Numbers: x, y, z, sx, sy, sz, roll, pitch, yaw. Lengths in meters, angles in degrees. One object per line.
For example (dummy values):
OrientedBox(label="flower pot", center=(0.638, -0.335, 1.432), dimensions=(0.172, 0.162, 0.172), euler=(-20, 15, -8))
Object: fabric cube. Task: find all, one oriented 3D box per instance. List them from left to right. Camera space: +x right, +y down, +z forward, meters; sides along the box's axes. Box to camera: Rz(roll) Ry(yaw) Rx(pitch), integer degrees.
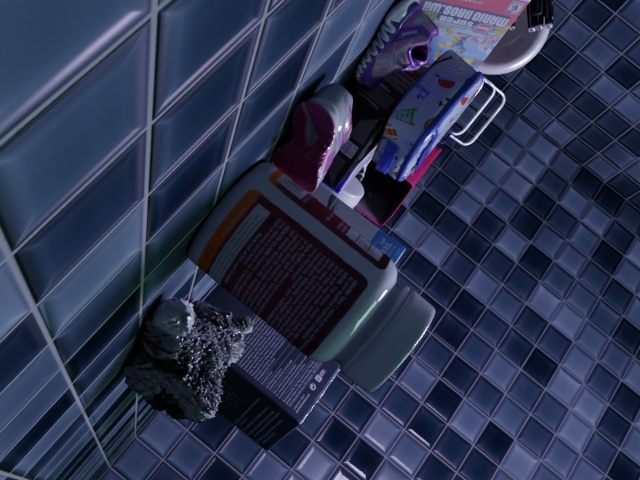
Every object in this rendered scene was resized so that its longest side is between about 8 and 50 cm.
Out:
OrientedBox(label="fabric cube", center=(0.227, -0.260, 2.655), dimensions=(0.258, 0.259, 0.254), euler=(-49, 176, -43))

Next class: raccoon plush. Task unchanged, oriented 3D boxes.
OrientedBox(label="raccoon plush", center=(-0.234, 0.189, 1.584), dimensions=(0.299, 0.216, 0.446), euler=(-59, -176, -40))

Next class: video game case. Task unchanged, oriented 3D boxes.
OrientedBox(label="video game case", center=(0.265, -0.428, 1.496), dimensions=(0.285, 0.204, 0.025), euler=(124, -27, -70))

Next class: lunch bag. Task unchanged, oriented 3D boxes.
OrientedBox(label="lunch bag", center=(0.214, -0.247, 1.569), dimensions=(0.243, 0.115, 0.303), euler=(-51, 174, -11))

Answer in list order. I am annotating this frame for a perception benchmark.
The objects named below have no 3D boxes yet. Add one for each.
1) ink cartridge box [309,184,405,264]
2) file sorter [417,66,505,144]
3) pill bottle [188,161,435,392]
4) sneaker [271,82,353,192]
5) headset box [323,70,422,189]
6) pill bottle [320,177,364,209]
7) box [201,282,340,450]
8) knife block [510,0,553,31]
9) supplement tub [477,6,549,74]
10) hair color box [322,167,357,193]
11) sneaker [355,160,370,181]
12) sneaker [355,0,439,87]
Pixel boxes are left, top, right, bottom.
OrientedBox(label="ink cartridge box", center=(0.000, 0.000, 1.604), dimensions=(0.129, 0.307, 0.223), euler=(-53, 178, -19))
OrientedBox(label="file sorter", center=(0.367, -0.425, 2.128), dimensions=(0.193, 0.173, 0.277), euler=(-52, -145, 17))
OrientedBox(label="pill bottle", center=(-0.012, 0.067, 1.289), dimensions=(0.224, 0.392, 0.224), euler=(-51, 178, -3))
OrientedBox(label="sneaker", center=(-0.002, -0.176, 1.292), dimensions=(0.111, 0.103, 0.252), euler=(-48, 177, -31))
OrientedBox(label="headset box", center=(0.099, -0.273, 1.638), dimensions=(0.218, 0.110, 0.293), euler=(-53, 177, 41))
OrientedBox(label="pill bottle", center=(-0.005, -0.075, 2.215), dimensions=(0.283, 0.161, 0.161), euler=(-52, 178, 29))
OrientedBox(label="box", center=(-0.197, 0.335, 2.010), dimensions=(0.212, 0.395, 0.293), euler=(-51, 179, -35))
OrientedBox(label="knife block", center=(0.423, -0.569, 1.483), dimensions=(0.275, 0.242, 0.088), euler=(-52, 156, 22))
OrientedBox(label="supplement tub", center=(0.398, -0.519, 1.772), dimensions=(0.241, 0.241, 0.331), euler=(-51, -176, 13))
OrientedBox(label="hair color box", center=(0.124, -0.290, 1.989), dimensions=(0.339, 0.110, 0.185), euler=(-51, 178, -42))
OrientedBox(label="sneaker", center=(0.125, -0.278, 2.366), dimensions=(0.279, 0.107, 0.118), euler=(-49, -171, 46))
OrientedBox(label="sneaker", center=(0.147, -0.351, 1.404), dimensions=(0.095, 0.104, 0.236), euler=(-51, 180, -29))
